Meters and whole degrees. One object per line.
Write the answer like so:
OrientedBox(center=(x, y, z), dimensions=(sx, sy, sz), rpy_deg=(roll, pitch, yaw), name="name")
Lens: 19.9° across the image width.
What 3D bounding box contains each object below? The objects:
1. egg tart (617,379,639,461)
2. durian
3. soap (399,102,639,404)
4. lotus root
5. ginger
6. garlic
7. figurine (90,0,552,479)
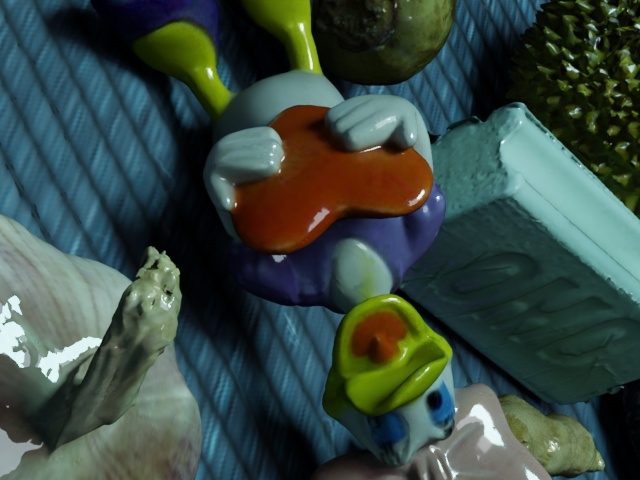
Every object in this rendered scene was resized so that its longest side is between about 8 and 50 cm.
OrientedBox(center=(0.325, 0.149, 1.552), dimensions=(0.234, 0.094, 0.234), rpy_deg=(29, 52, -44), name="egg tart")
OrientedBox(center=(0.265, -0.112, 1.515), dimensions=(0.258, 0.258, 0.293), rpy_deg=(41, 31, -34), name="durian")
OrientedBox(center=(0.157, 0.021, 1.344), dimensions=(0.261, 0.150, 0.094), rpy_deg=(38, 48, -36), name="soap")
OrientedBox(center=(0.037, -0.190, 1.311), dimensions=(0.260, 0.128, 0.145), rpy_deg=(-71, 145, -73), name="lotus root")
OrientedBox(center=(0.118, 0.142, 1.292), dimensions=(0.288, 0.075, 0.089), rpy_deg=(7, 33, -52), name="ginger")
OrientedBox(center=(-0.132, 0.076, 0.819), dimensions=(0.245, 0.253, 0.245), rpy_deg=(26, 49, -34), name="garlic")
OrientedBox(center=(-0.002, -0.006, 1.134), dimensions=(0.193, 0.154, 0.421), rpy_deg=(91, -25, -69), name="figurine")
